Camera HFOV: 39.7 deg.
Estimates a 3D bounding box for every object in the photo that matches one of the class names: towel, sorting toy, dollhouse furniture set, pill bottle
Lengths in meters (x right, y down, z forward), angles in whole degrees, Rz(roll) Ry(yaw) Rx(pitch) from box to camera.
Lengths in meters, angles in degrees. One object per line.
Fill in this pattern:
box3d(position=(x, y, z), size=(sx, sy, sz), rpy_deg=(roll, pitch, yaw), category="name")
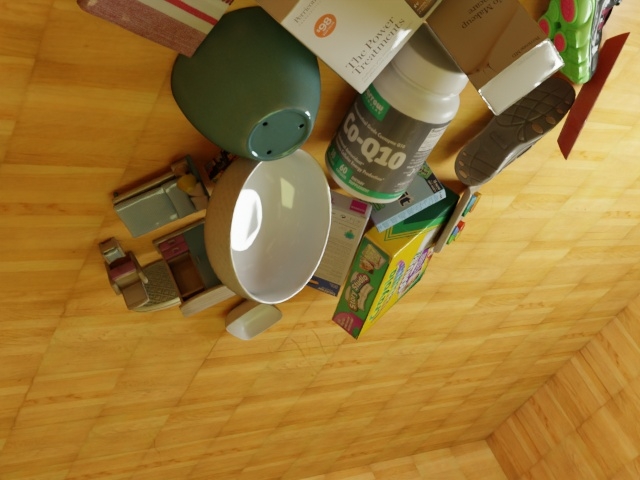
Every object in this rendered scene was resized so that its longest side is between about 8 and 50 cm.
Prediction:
box3d(position=(-0.218, -0.470, 1.463), size=(0.237, 0.037, 0.329), rpy_deg=(17, 125, -47), category="towel")
box3d(position=(0.373, -0.061, 2.364), size=(0.193, 0.038, 0.208), rpy_deg=(-64, 169, 17), category="sorting toy")
box3d(position=(-0.344, 0.013, 1.899), size=(0.286, 0.198, 0.303), rpy_deg=(-25, 148, -6), category="dollhouse furniture set")
box3d(position=(0.167, -0.269, 1.888), size=(0.204, 0.204, 0.361), rpy_deg=(-4, 140, -34), category="pill bottle")

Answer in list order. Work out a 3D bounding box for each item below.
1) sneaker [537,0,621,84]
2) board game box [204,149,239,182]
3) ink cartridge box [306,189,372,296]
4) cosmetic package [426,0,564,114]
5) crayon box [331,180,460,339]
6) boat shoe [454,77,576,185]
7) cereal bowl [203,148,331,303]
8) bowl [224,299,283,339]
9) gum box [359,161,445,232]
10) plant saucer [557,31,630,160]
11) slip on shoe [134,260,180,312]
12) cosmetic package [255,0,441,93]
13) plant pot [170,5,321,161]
box3d(position=(0.586, -0.514, 1.888), size=(0.202, 0.185, 0.483), rpy_deg=(-27, 152, -7), category="sneaker")
box3d(position=(-0.146, -0.165, 1.941), size=(0.141, 0.048, 0.170), rpy_deg=(-40, 147, 21), category="board game box")
box3d(position=(0.000, 0.000, 2.186), size=(0.185, 0.065, 0.311), rpy_deg=(21, 136, 3), category="ink cartridge box")
box3d(position=(0.306, -0.410, 1.691), size=(0.160, 0.309, 0.113), rpy_deg=(-37, 146, 13), category="cosmetic package")
box3d(position=(0.196, 0.051, 2.346), size=(0.313, 0.106, 0.363), rpy_deg=(-40, 159, -37), category="crayon box")
box3d(position=(0.481, -0.275, 2.229), size=(0.355, 0.132, 0.130), rpy_deg=(-38, 173, 8), category="boat shoe")
box3d(position=(-0.128, -0.040, 1.872), size=(0.339, 0.141, 0.339), rpy_deg=(-20, 115, -50), category="cereal bowl")
box3d(position=(-0.189, 0.207, 2.435), size=(0.142, 0.053, 0.142), rpy_deg=(-35, 148, 8), category="bowl")
box3d(position=(0.185, -0.128, 2.148), size=(0.184, 0.157, 0.041), rpy_deg=(-28, 148, -1), category="gum box")
box3d(position=(0.652, -0.352, 2.152), size=(0.259, 0.047, 0.258), rpy_deg=(-60, 168, -10), category="plant saucer")
box3d(position=(-0.309, 0.093, 2.126), size=(0.331, 0.123, 0.101), rpy_deg=(-24, 152, -17), category="slip on shoe")
box3d(position=(0.104, -0.482, 1.572), size=(0.377, 0.097, 0.284), rpy_deg=(-49, 142, 9), category="cosmetic package")
box3d(position=(-0.114, -0.266, 1.681), size=(0.290, 0.195, 0.290), rpy_deg=(-20, 147, -14), category="plant pot")
